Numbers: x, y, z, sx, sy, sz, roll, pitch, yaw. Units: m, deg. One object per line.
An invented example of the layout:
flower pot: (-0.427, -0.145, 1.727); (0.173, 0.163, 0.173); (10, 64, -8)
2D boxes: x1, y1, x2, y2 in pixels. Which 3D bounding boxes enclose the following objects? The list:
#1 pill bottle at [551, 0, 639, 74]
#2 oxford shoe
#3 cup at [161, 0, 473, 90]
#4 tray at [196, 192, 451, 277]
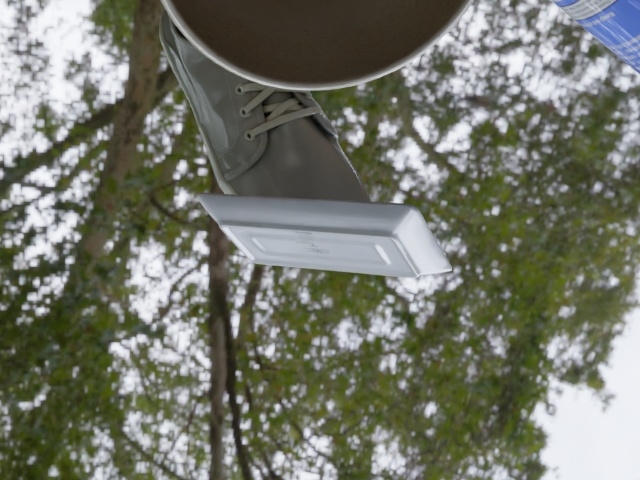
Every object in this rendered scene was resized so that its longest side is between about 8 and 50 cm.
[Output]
pill bottle: (0.308, -0.196, 0.782); (0.272, 0.152, 0.152); (36, -153, -13)
oxford shoe: (-0.073, -0.165, 1.225); (0.169, 0.130, 0.449); (-22, -109, -25)
cup: (-0.012, -0.351, 0.960); (0.331, 0.331, 0.237); (2, -141, -14)
tray: (0.000, 0.000, 1.083); (0.270, 0.145, 0.030); (4, -118, 27)
